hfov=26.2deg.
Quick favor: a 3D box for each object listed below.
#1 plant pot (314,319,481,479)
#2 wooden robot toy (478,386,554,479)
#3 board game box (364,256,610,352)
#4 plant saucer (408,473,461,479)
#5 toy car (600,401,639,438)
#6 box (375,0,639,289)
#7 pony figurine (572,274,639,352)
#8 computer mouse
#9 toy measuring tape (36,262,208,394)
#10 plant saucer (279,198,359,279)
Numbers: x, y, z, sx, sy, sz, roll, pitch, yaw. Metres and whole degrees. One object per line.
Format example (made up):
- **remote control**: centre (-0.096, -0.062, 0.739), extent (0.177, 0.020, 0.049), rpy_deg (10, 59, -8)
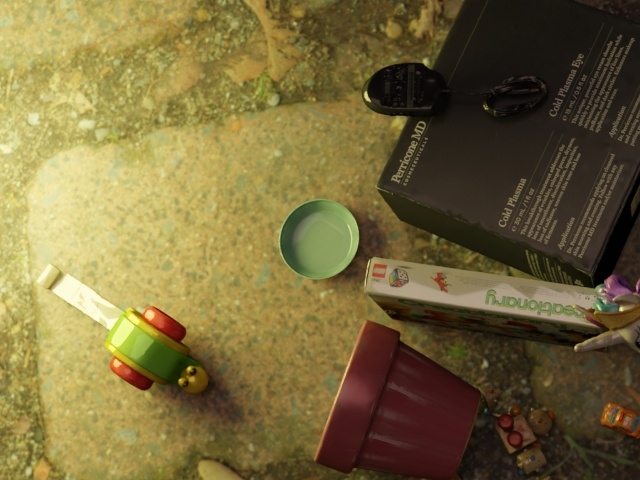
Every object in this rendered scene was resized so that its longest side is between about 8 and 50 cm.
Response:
- **plant pot**: centre (0.107, 0.229, 1.817), extent (0.180, 0.201, 0.201), rpy_deg (20, 82, 3)
- **wooden robot toy**: centre (0.280, 0.255, 1.823), extent (0.079, 0.076, 0.173), rpy_deg (-27, 71, -5)
- **board game box**: centre (0.226, 0.086, 1.811), extent (0.305, 0.193, 0.053), rpy_deg (8, 78, 16)
- **plant saucer**: centre (0.156, 0.346, 1.858), extent (0.083, 0.015, 0.083), rpy_deg (-4, 75, 14)
- **toy car**: centre (0.423, 0.206, 1.811), extent (0.060, 0.040, 0.122), rpy_deg (39, 89, 20)
- **box**: centre (0.297, -0.142, 1.857), extent (0.312, 0.179, 0.343), rpy_deg (24, 83, 18)
- **pony figurine**: centre (0.526, 0.096, 1.628), extent (0.363, 0.303, 0.351), rpy_deg (42, 92, 0)
- **computer mouse**: centre (0.175, -0.191, 1.793), extent (0.242, 0.041, 0.071), rpy_deg (4, 75, 9)
- **toy measuring tape**: centre (-0.297, 0.121, 1.979), extent (0.330, 0.121, 0.121), rpy_deg (33, 86, 19)
- **plant saucer**: centre (0.000, 0.000, 1.981), extent (0.119, 0.021, 0.119), rpy_deg (-3, 76, 14)
